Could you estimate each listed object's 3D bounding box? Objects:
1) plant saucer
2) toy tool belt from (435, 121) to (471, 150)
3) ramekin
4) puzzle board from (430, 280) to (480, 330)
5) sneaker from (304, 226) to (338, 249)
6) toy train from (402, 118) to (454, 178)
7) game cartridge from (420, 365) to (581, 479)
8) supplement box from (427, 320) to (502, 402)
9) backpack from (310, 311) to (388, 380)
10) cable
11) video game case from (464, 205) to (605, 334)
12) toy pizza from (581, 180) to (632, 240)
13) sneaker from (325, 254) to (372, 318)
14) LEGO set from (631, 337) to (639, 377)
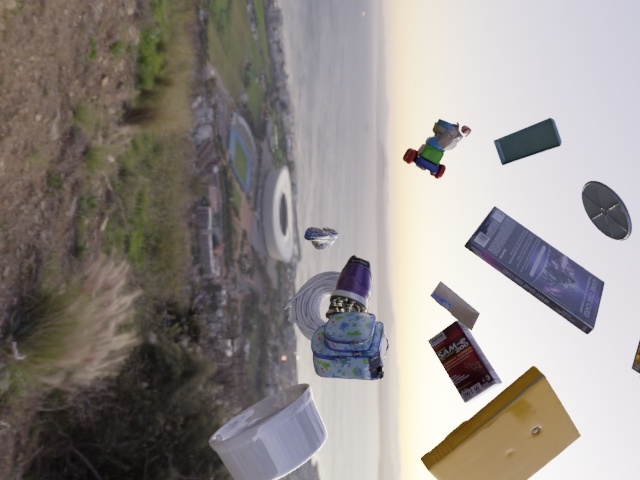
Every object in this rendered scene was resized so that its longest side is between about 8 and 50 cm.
[{"bbox_3d":[0.481,-0.228,1.367,0.192,0.018,0.067,-16,-86,65],"label":"plant saucer"},{"bbox_3d":[0.310,-0.254,1.387,0.052,0.083,0.051,-2,58,-44],"label":"toy tool belt"},{"bbox_3d":[-0.118,0.475,1.426,0.135,0.277,0.277,63,7,2],"label":"ramekin"},{"bbox_3d":[0.331,0.160,1.446,0.011,0.128,0.096,-55,170,31],"label":"puzzle board"},{"bbox_3d":[0.000,0.000,1.538,0.135,0.052,0.058,-1,117,-56],"label":"sneaker"},{"bbox_3d":[0.301,-0.259,1.602,0.143,0.105,0.248,-62,-178,12],"label":"toy train"},{"bbox_3d":[0.414,0.464,1.329,0.285,0.324,0.052,51,1,-34],"label":"game cartridge"},{"bbox_3d":[0.475,0.399,1.944,0.073,0.130,0.239,16,39,-53],"label":"supplement box"},{"bbox_3d":[0.043,0.164,0.931,0.105,0.114,0.084,-64,144,-61],"label":"backpack"},{"bbox_3d":[0.035,0.235,2.017,0.257,0.257,0.089,-48,158,-6],"label":"cable"},{"bbox_3d":[0.431,0.049,1.168,0.196,0.274,0.026,-38,162,-52],"label":"video game case"},{"bbox_3d":[0.852,-0.091,1.737,0.201,0.032,0.201,61,-5,9],"label":"toy pizza"},{"bbox_3d":[0.083,0.122,1.368,0.283,0.107,0.124,99,9,-70],"label":"sneaker"},{"bbox_3d":[1.075,0.326,1.702,0.331,0.255,0.192,-39,137,-24],"label":"LEGO set"}]
